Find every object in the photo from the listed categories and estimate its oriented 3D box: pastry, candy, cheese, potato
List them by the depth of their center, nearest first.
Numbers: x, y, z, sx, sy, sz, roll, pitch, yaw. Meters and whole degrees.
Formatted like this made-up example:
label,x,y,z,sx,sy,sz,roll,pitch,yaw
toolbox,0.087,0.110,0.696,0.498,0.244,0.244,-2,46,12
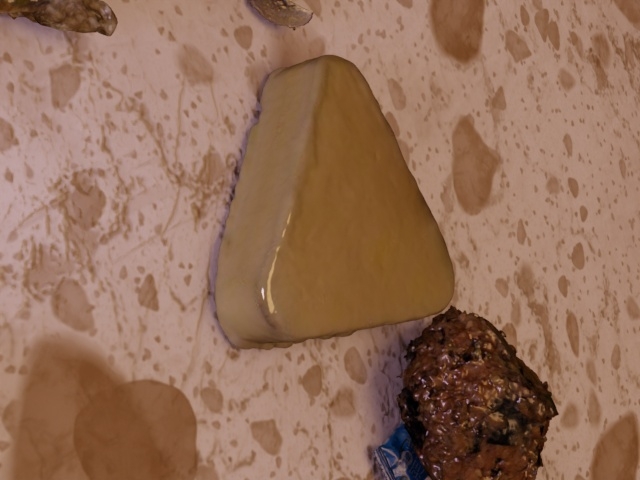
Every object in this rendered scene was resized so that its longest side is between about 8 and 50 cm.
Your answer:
label,x,y,z,sx,sy,sz,roll,pitch,yaw
cheese,0.000,-0.001,1.453,0.384,0.104,0.384,13,73,-48
potato,-0.059,-0.299,1.506,0.093,0.036,0.037,24,100,-25
pastry,0.220,0.215,1.579,0.275,0.193,0.275,43,35,-41
candy,0.120,0.291,1.590,0.088,0.038,0.136,60,35,-2

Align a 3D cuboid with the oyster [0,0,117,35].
label,x,y,z,sx,sy,sz,roll,pitch,yaw
oyster,-0.359,-0.337,1.124,0.204,0.111,0.396,-37,112,-28
